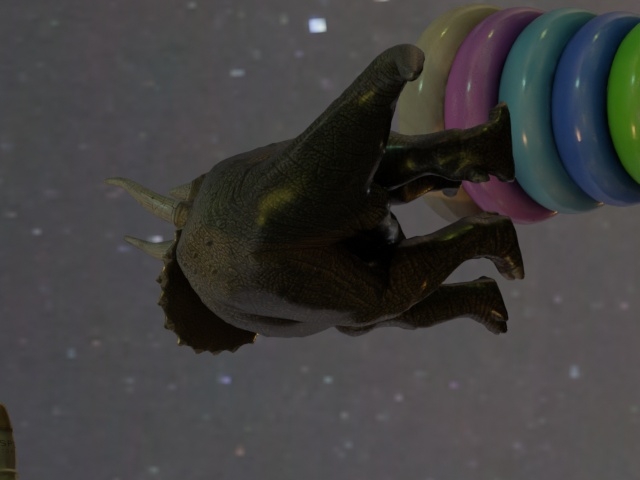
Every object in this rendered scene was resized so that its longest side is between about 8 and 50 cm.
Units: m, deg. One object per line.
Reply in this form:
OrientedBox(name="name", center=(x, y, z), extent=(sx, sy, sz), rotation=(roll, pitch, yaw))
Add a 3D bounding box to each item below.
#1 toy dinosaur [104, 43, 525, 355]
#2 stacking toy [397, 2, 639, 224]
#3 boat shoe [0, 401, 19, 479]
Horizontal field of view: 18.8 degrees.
OrientedBox(name="toy dinosaur", center=(0.000, 0.000, 0.840), extent=(0.313, 0.160, 0.121), rotation=(150, 106, -82))
OrientedBox(name="stacking toy", center=(0.209, -0.073, 1.102), extent=(0.141, 0.330, 0.141), rotation=(-3, -87, -48))
OrientedBox(name="boat shoe", center=(-0.227, 0.104, 0.923), extent=(0.063, 0.170, 0.059), rotation=(98, 170, -72))
